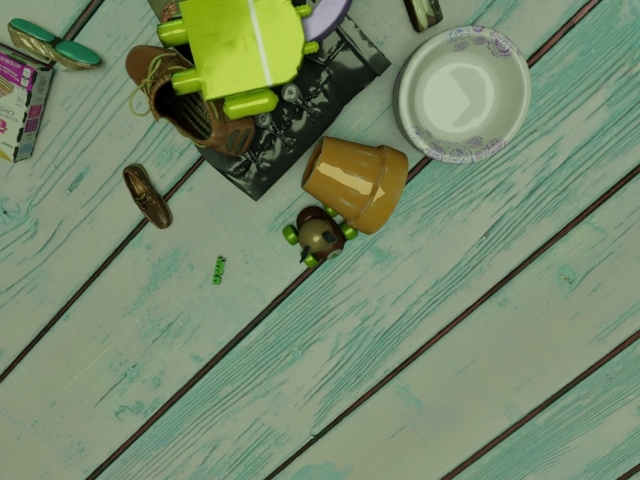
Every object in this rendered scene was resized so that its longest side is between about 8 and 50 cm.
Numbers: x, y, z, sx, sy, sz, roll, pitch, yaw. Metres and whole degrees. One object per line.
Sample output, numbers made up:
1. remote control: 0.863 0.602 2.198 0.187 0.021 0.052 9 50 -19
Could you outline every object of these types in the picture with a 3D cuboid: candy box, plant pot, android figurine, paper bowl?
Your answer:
1. candy box: -0.732 -0.319 1.047 0.159 0.071 0.233 25 111 -7
2. plant pot: 0.065 -0.140 1.041 0.188 0.205 0.205 21 106 -14
3. android figurine: -0.142 -0.350 0.817 0.273 0.056 0.248 -14 104 2
4. paper bowl: 0.304 -0.320 1.028 0.284 0.148 0.284 0 108 0

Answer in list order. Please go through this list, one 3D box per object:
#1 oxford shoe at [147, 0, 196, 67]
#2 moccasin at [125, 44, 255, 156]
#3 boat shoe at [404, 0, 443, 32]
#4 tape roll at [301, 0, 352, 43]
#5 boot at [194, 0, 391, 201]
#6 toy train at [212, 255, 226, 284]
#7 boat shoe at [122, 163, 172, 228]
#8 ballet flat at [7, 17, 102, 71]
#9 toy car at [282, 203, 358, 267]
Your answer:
1. oxford shoe: -0.272 -0.453 0.933 0.348 0.130 0.123 47 115 16
2. moccasin: -0.304 -0.302 0.961 0.380 0.147 0.139 47 117 22
3. boat shoe: 0.209 -0.573 0.988 0.073 0.080 0.223 -21 112 0
4. tape roll: -0.070 -0.500 0.845 0.275 0.090 0.274 2 109 6
5. boot: -0.126 -0.361 1.028 0.445 0.146 0.367 -42 93 21
6. toy train: -0.269 0.080 1.215 0.024 0.017 0.083 12 107 -15
7. boat shoe: -0.433 -0.103 1.133 0.064 0.060 0.178 -24 106 7
8. ballet flat: -0.596 -0.425 1.036 0.206 0.073 0.067 26 133 -6
9. toy car: 0.000 0.000 1.103 0.155 0.188 0.149 -35 104 10
